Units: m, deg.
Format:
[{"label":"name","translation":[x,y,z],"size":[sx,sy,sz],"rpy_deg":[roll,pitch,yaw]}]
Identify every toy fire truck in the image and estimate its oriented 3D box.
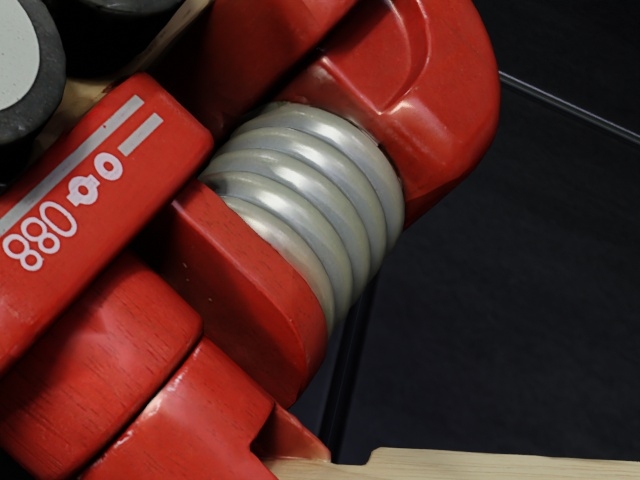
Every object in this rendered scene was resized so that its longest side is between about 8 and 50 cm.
[{"label":"toy fire truck","translation":[0.000,0.000,0.439],"size":[0.246,0.158,0.217],"rpy_deg":[44,44,-5]}]

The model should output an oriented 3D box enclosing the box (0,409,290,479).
[{"label":"box","translation":[-0.158,0.060,0.495],"size":[0.270,0.143,0.165],"rpy_deg":[6,50,-24]}]
